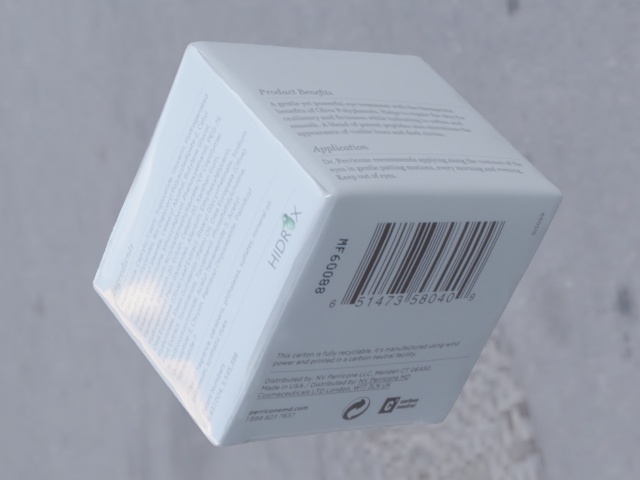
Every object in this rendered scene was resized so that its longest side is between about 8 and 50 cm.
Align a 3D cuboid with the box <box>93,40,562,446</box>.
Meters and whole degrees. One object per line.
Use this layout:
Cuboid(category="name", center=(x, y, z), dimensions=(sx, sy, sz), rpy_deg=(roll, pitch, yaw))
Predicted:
Cuboid(category="box", center=(0.000, 0.000, 0.631), dimensions=(0.087, 0.101, 0.102), rpy_deg=(49, 126, 37))
